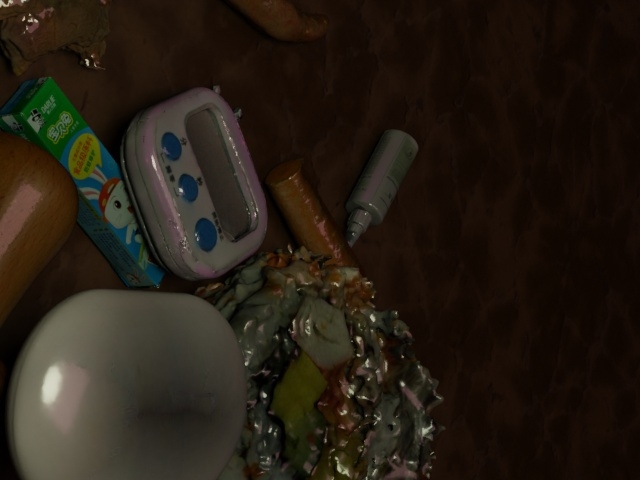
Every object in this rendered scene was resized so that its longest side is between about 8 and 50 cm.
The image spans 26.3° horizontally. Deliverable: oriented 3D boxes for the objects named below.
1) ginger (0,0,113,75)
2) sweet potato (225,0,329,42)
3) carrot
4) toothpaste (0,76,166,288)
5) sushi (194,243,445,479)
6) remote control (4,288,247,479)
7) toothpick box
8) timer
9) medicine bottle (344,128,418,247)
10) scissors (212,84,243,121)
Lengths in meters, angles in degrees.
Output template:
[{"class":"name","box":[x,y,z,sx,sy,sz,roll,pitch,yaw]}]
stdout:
[{"class":"ginger","box":[-0.330,-0.237,1.425,0.290,0.084,0.122,-2,112,-52]},{"class":"sweet potato","box":[-0.063,-0.295,1.733,0.255,0.058,0.078,23,52,-50]},{"class":"carrot","box":[0.000,0.000,1.790,0.067,0.067,0.225,-48,122,-38]},{"class":"toothpaste","box":[-0.253,-0.058,1.515,0.266,0.050,0.065,56,50,-32]},{"class":"sushi","box":[-0.034,0.206,1.661,0.417,0.176,0.417,2,87,-46]},{"class":"remote control","box":[-0.181,0.159,1.347,0.332,0.103,0.221,7,88,-55]},{"class":"toothpick box","box":[-0.351,0.046,1.310,0.192,0.192,0.294,48,49,-37]},{"class":"timer","box":[-0.144,-0.064,1.570,0.191,0.069,0.208,-36,109,-56]},{"class":"medicine bottle","box":[0.073,-0.063,1.879,0.057,0.058,0.199,52,53,-34]},{"class":"scissors","box":[-0.145,-0.098,1.662,0.133,0.020,0.187,43,60,-42]}]
